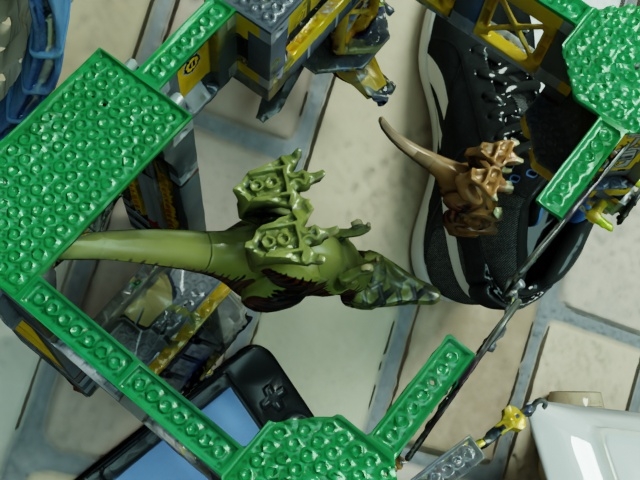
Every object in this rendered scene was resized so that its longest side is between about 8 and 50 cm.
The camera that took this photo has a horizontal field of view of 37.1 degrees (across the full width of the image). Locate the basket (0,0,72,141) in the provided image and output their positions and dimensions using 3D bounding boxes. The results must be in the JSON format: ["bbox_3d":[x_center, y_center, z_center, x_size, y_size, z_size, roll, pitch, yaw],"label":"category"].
[{"bbox_3d":[-0.193,-0.089,0.336,0.201,0.255,0.289,22,74,-17],"label":"basket"}]

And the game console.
[{"bbox_3d":[-0.043,0.147,0.507,0.144,0.085,0.124,-37,107,-19],"label":"game console"}]

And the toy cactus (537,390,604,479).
[{"bbox_3d":[0.166,0.188,0.606,0.218,0.112,0.181,2,82,-16],"label":"toy cactus"}]

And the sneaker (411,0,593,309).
[{"bbox_3d":[0.116,-0.067,0.547,0.079,0.121,0.217,2,92,-26],"label":"sneaker"}]

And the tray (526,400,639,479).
[{"bbox_3d":[0.239,0.173,0.594,0.270,0.030,0.145,14,53,-38],"label":"tray"}]

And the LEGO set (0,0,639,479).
[{"bbox_3d":[0.000,0.000,0.447,0.255,0.192,0.331,29,70,7],"label":"LEGO set"}]
